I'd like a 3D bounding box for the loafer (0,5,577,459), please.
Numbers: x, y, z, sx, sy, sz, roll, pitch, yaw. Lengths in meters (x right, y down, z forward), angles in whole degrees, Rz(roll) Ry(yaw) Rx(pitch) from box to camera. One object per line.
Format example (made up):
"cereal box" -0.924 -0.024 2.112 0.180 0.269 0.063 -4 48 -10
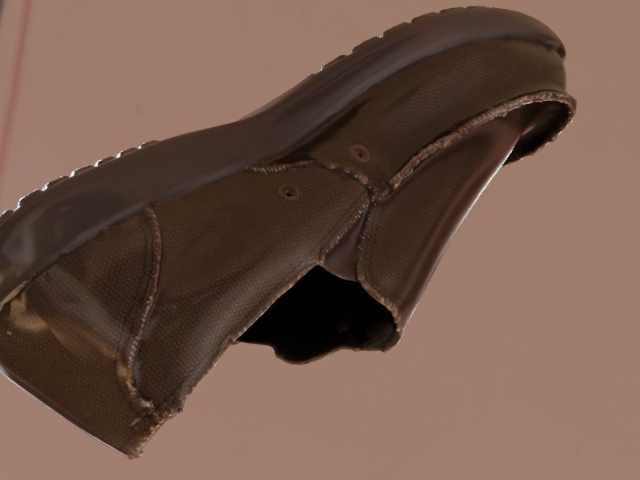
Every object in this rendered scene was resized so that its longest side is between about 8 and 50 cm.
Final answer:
"loafer" 0.000 0.000 0.755 0.366 0.130 0.134 -28 -12 -33
